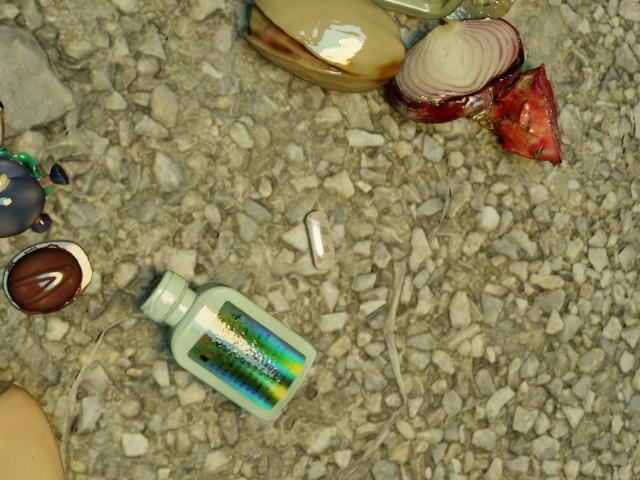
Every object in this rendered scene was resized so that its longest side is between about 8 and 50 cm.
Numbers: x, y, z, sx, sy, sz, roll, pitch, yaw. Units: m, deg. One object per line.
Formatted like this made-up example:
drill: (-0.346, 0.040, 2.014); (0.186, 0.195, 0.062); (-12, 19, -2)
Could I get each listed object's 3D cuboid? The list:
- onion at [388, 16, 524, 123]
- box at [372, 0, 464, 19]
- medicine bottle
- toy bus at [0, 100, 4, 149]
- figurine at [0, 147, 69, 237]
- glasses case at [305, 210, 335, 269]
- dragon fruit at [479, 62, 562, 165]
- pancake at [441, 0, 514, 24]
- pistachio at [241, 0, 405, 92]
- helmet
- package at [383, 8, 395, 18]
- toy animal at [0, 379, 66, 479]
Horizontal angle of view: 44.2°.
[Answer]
onion: (0.193, -0.220, 1.111); (0.206, 0.098, 0.151); (-21, 73, -10)
box: (0.060, -0.435, 1.029); (0.312, 0.175, 0.182); (12, 78, -12)
medicine bottle: (-0.127, 0.128, 1.033); (0.229, 0.083, 0.121); (38, 83, -17)
toy bus: (-0.464, -0.129, 0.932); (0.172, 0.057, 0.072); (-6, 100, -17)
figurine: (-0.392, -0.032, 0.908); (0.102, 0.111, 0.195); (45, 48, -1)
glasses case: (0.000, 0.000, 1.101); (0.032, 0.021, 0.083); (-12, 95, -19)
dragon fruit: (0.290, -0.173, 1.156); (0.111, 0.153, 0.153); (-9, 96, 26)
pancake: (0.219, -0.383, 1.156); (0.158, 0.028, 0.158); (-2, 95, -18)
pistachio: (0.006, -0.267, 1.033); (0.215, 0.144, 0.144); (14, 88, -6)
helmet: (-0.338, 0.046, 0.976); (0.111, 0.057, 0.089); (-30, 98, -14)
package: (0.081, -0.302, 1.114); (0.059, 0.029, 0.083); (1, 81, -10)
toy animal: (-0.403, 0.283, 0.896); (0.213, 0.195, 0.256); (-12, 98, -9)
